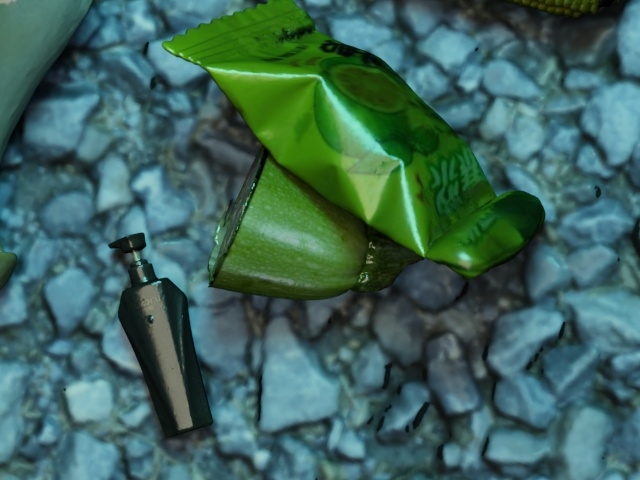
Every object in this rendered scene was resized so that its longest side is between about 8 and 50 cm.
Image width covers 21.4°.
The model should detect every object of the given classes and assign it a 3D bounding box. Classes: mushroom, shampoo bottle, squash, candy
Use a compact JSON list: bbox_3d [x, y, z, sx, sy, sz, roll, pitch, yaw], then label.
[{"bbox_3d":[-0.226,-0.097,1.122,0.118,0.103,0.270,21,100,13],"label":"mushroom"},{"bbox_3d":[-0.107,0.062,1.131,0.048,0.027,0.137,-17,85,3],"label":"shampoo bottle"},{"bbox_3d":[0.002,0.006,1.100,0.132,0.105,0.105,22,90,-9],"label":"squash"},{"bbox_3d":[0.027,-0.065,1.075,0.246,0.149,0.069,44,120,8],"label":"candy"}]

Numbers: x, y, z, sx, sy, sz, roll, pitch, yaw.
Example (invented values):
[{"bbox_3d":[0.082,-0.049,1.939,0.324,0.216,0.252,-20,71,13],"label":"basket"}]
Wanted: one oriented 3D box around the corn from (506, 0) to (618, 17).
[{"bbox_3d":[0.103,-0.194,1.098,0.203,0.072,0.072,16,89,6],"label":"corn"}]
